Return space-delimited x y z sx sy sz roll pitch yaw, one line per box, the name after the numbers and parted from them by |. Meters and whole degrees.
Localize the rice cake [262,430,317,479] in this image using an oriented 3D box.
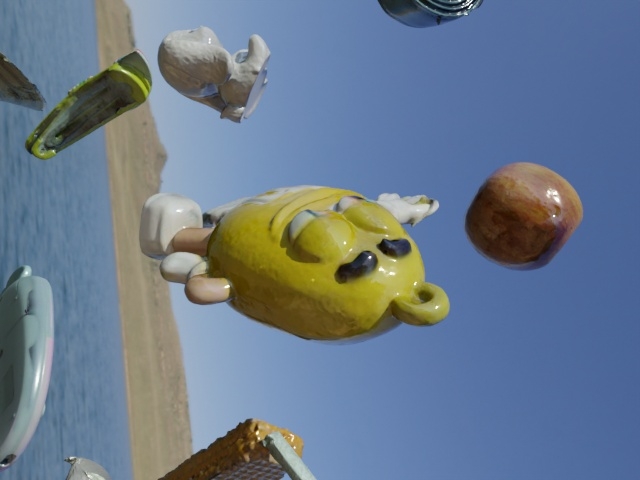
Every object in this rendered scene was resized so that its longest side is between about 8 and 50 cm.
-0.026 0.279 0.718 0.121 0.022 0.021 45 -66 27 | rice cake

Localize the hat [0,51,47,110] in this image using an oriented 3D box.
-0.559 -0.244 0.917 0.109 0.252 0.252 -59 -169 -17 | hat

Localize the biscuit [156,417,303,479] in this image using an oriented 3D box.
-0.177 0.360 0.860 0.379 0.094 0.054 -40 -141 29 | biscuit

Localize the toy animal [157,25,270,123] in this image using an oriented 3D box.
-0.275 -0.420 1.478 0.271 0.265 0.205 135 -21 -77 | toy animal

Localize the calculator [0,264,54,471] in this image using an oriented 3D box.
-0.403 0.151 0.775 0.185 0.041 0.298 -46 -135 20 | calculator

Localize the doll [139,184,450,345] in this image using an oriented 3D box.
-0.036 0.002 0.732 0.348 0.424 0.161 -48 133 -60 | doll

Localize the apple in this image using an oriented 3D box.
0.384 -0.043 1.147 0.188 0.211 0.211 41 -37 18 | apple

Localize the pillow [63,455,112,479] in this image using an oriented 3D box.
-0.511 0.582 1.228 0.169 0.059 0.255 63 32 -32 | pillow

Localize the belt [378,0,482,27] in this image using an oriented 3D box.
0.171 -0.487 0.979 0.116 0.207 0.267 11 -64 59 | belt

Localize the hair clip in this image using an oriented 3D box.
-0.270 -0.155 0.708 0.060 0.189 0.033 48 16 -42 | hair clip
